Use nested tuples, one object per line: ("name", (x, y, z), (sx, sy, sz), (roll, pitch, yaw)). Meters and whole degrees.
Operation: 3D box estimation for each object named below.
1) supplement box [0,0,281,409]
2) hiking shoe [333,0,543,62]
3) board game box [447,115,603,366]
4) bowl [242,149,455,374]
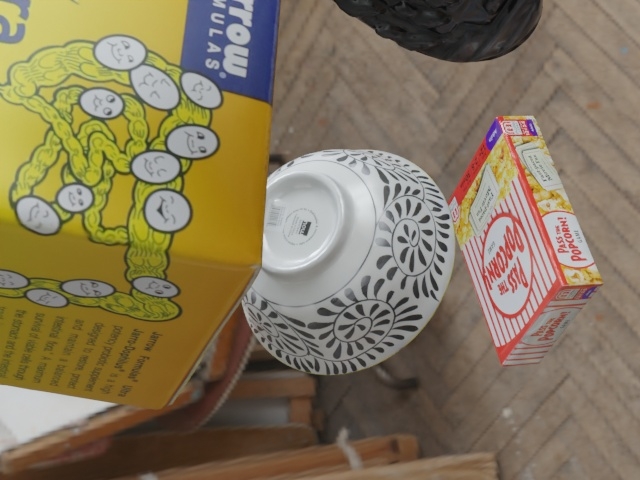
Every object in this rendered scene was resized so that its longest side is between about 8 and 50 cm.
("supplement box", (-0.216, -0.062, 0.578), (0.195, 0.357, 0.194), (127, 151, -57))
("hiking shoe", (0.015, -0.170, 0.414), (0.086, 0.114, 0.227), (-24, 113, 39))
("board game box", (0.190, 0.001, 1.118), (0.146, 0.045, 0.193), (113, 148, -51))
("bowl", (0.000, 0.000, 0.801), (0.170, 0.080, 0.170), (-10, 65, 23))
